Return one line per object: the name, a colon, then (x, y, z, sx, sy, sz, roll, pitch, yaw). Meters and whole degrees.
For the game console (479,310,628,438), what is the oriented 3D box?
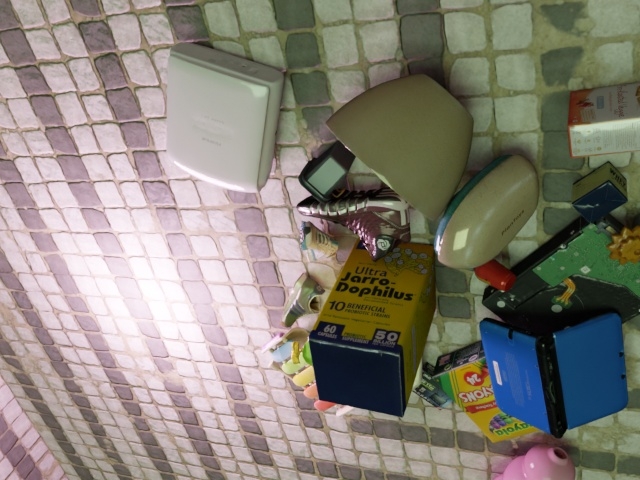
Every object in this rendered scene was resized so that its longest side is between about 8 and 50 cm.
game console: (0.529, 0.282, 1.429, 0.250, 0.173, 0.293, 17, 134, 48)

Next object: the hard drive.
hard drive: (0.551, 0.104, 1.359, 0.237, 0.064, 0.339, 37, 131, -6)

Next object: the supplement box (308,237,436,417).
supplement box: (0.130, 0.179, 1.406, 0.194, 0.356, 0.195, 6, 128, 19)

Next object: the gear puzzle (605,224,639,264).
gear puzzle: (0.710, -0.015, 1.162, 0.338, 0.044, 0.176, -9, 119, 13)

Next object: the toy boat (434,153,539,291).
toy boat: (0.325, -0.019, 1.286, 0.148, 0.267, 0.318, 36, 158, 36)

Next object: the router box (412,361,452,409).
router box: (0.306, 0.395, 1.699, 0.122, 0.038, 0.092, 34, 130, -3)

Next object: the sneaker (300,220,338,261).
sneaker: (0.000, 0.000, 1.491, 0.082, 0.071, 0.191, 0, 164, 10)

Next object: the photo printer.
photo printer: (-0.219, -0.257, 1.401, 0.256, 0.107, 0.308, 20, 130, 9)

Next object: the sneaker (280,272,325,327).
sneaker: (-0.044, 0.178, 1.673, 0.086, 0.064, 0.192, 28, 128, 9)

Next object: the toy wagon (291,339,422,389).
toy wagon: (0.094, 0.297, 1.648, 0.344, 0.068, 0.267, 4, 106, 15)

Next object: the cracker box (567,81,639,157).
cracker box: (0.546, -0.213, 1.066, 0.232, 0.156, 0.067, -3, 122, 25)

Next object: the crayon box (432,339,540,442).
crayon box: (0.465, 0.399, 1.605, 0.318, 0.081, 0.202, 46, 129, -14)

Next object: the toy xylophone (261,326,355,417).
toy xylophone: (-0.028, 0.384, 1.810, 0.322, 0.081, 0.236, 35, 131, -4)

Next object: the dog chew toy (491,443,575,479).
dog chew toy: (0.574, 0.679, 1.698, 0.206, 0.206, 0.332, 22, 122, 8)

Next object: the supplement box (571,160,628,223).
supplement box: (0.535, -0.093, 1.206, 0.056, 0.083, 0.083, 43, 130, -10)

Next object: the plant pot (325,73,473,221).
plant pot: (0.176, -0.201, 1.191, 0.284, 0.284, 0.191, 40, 102, -8)

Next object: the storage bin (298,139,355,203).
storage bin: (0.026, -0.151, 1.362, 0.098, 0.135, 0.091, 42, 120, -9)

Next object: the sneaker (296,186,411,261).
sneaker: (0.077, -0.027, 1.412, 0.281, 0.106, 0.163, 1, 115, 36)
